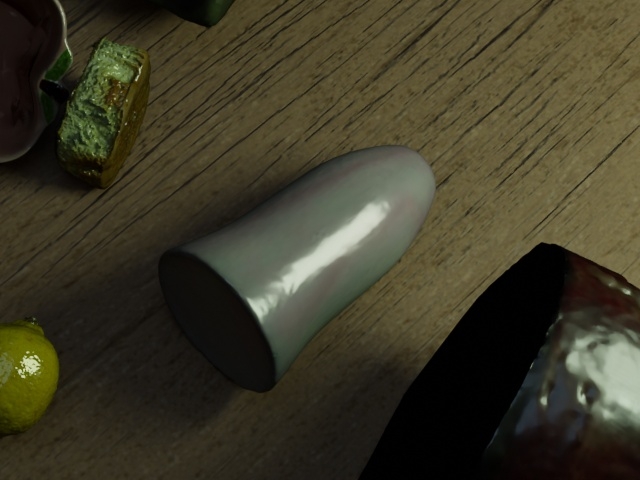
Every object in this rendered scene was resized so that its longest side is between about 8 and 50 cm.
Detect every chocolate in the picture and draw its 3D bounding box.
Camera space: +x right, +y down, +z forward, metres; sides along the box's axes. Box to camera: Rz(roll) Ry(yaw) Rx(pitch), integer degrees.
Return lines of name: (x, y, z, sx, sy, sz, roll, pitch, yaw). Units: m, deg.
chocolate: (0.254, 0.228, 1.607, 0.331, 0.383, 0.384, 34, 65, -9)

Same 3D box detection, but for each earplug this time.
earplug: (0.000, 0.000, 1.769, 0.301, 0.172, 0.172, -38, 74, -27)

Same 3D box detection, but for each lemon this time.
lemon: (-0.312, 0.134, 1.689, 0.109, 0.109, 0.133, 21, 73, 4)

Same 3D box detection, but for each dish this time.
dish: (-0.355, -0.193, 1.817, 0.213, 0.090, 0.213, 0, 105, -2)

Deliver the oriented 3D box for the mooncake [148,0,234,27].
mooncake: (-0.114, -0.418, 1.842, 0.187, 0.351, 0.351, 26, 65, 4)

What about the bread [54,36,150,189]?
bread: (-0.228, -0.136, 1.814, 0.069, 0.128, 0.140, 22, 66, 4)
